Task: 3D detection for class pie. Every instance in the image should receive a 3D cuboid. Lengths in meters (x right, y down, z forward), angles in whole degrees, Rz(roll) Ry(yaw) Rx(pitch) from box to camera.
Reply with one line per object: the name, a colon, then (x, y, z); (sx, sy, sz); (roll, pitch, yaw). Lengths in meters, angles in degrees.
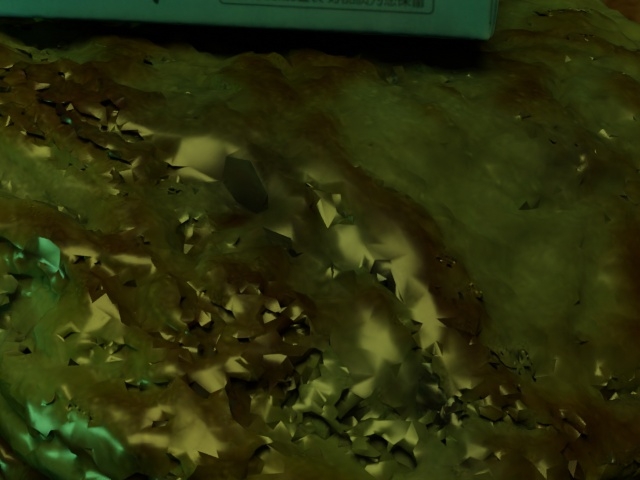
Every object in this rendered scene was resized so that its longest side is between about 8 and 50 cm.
pie: (0.026, -0.003, 0.741); (0.418, 0.180, 0.395); (-28, 50, -32)

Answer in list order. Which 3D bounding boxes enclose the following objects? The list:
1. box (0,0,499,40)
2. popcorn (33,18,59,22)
box: (-0.033, -0.150, 0.762); (0.232, 0.083, 0.142); (2, 22, 5)
popcorn: (-0.154, -0.196, 0.925); (0.198, 0.155, 0.197); (-6, 7, 1)
